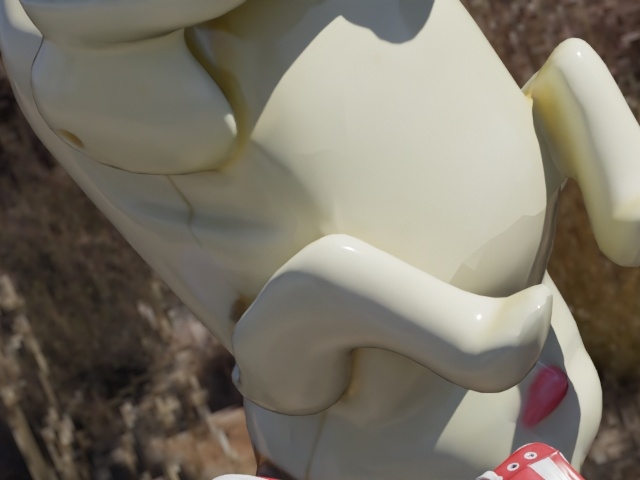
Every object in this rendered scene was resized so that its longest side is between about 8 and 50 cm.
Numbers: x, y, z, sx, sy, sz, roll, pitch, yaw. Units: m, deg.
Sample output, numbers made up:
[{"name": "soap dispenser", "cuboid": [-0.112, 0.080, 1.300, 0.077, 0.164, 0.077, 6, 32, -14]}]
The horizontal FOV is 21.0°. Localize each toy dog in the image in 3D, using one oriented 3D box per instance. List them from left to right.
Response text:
[{"name": "toy dog", "cuboid": [0.000, 0.000, 0.937, 0.395, 0.408, 0.284, -10, 26, 39]}]

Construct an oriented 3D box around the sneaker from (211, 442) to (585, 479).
[{"name": "sneaker", "cuboid": [0.028, 0.082, 0.489, 0.118, 0.042, 0.067, 16, 32, 21]}]
